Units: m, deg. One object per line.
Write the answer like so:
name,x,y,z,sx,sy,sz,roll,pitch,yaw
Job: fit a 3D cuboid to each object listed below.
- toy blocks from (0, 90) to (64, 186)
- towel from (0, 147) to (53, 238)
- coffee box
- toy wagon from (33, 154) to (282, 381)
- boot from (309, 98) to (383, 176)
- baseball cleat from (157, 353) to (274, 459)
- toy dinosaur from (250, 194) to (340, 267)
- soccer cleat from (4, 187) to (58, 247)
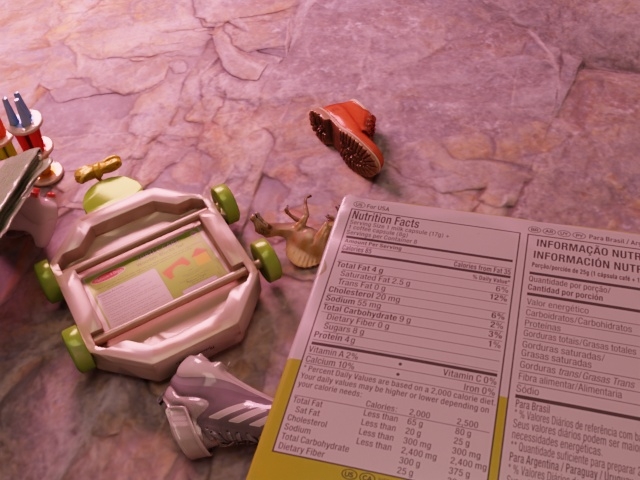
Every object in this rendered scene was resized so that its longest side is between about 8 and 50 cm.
toy blocks,-0.440,-0.155,1.117,0.123,0.148,0.054,17,52,18
towel,-0.499,-0.001,0.955,0.325,0.038,0.247,-20,29,10
coffee box,0.151,0.208,0.635,0.338,0.337,0.334,8,50,13
toy wagon,-0.222,0.017,1.007,0.267,0.068,0.344,-25,51,-17
boot,0.058,-0.156,1.143,0.085,0.059,0.158,-23,50,-21
baseball cleat,-0.084,0.204,0.846,0.206,0.072,0.109,24,69,28
toy dinosaur,0.000,0.000,1.027,0.183,0.053,0.092,26,67,12
soccer cleat,-0.435,-0.045,1.080,0.196,0.076,0.068,17,11,34
